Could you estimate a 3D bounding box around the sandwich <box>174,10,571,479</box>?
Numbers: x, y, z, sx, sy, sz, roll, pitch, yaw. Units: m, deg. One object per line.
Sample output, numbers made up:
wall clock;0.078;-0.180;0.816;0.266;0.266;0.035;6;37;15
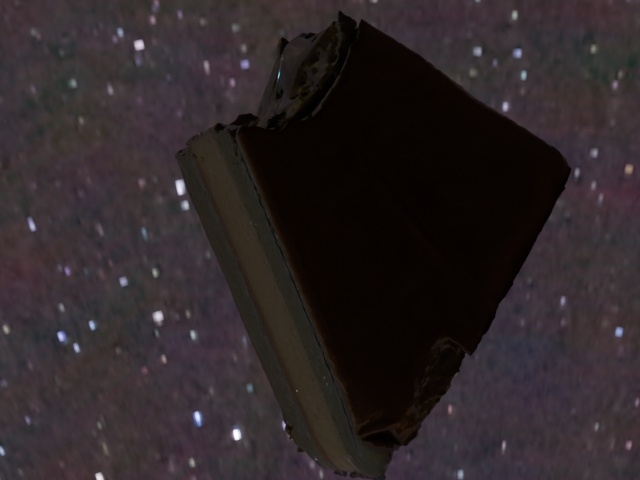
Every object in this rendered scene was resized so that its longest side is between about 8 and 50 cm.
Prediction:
sandwich;0.000;0.000;1.068;0.198;0.155;0.227;33;-103;-13
